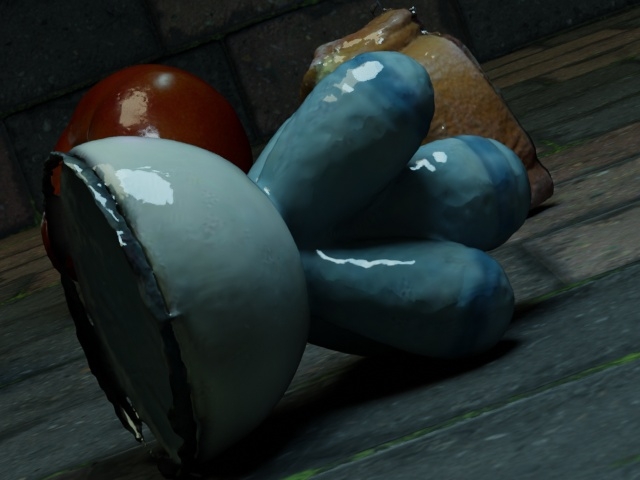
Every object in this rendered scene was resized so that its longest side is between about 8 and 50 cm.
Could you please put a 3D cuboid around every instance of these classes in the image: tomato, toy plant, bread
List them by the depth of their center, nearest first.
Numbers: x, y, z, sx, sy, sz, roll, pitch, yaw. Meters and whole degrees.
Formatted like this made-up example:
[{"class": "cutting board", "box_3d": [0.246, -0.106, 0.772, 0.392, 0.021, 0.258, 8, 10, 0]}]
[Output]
[{"class": "toy plant", "box_3d": [0.000, 0.000, 1.206, 0.332, 0.247, 0.247, -21, 7, -21]}, {"class": "bread", "box_3d": [0.084, -0.102, 1.683, 0.123, 0.244, 0.190, -40, 11, -37]}, {"class": "tomato", "box_3d": [-0.202, -0.068, 2.130, 0.226, 0.299, 0.298, 20, -9, -23]}]
